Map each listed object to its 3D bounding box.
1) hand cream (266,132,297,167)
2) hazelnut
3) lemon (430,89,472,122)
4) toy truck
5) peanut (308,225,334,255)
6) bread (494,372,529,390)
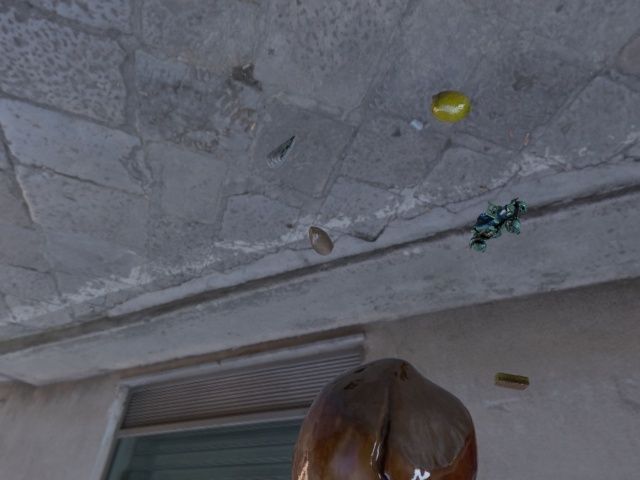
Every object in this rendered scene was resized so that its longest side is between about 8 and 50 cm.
[{"bbox_3d":[-0.132,-0.284,1.326,0.059,0.095,0.276,31,171,-16],"label":"hand cream"},{"bbox_3d":[0.116,0.414,0.766,0.373,0.315,0.372,-2,99,-12],"label":"hazelnut"},{"bbox_3d":[0.347,-0.354,1.061,0.111,0.082,0.082,15,142,5],"label":"lemon"},{"bbox_3d":[0.395,-0.041,0.934,0.078,0.080,0.154,33,150,-4],"label":"toy truck"},{"bbox_3d":[0.000,0.000,1.439,0.076,0.076,0.152,-14,143,21],"label":"peanut"},{"bbox_3d":[0.633,0.468,1.336,0.095,0.035,0.090,6,153,15],"label":"bread"}]
